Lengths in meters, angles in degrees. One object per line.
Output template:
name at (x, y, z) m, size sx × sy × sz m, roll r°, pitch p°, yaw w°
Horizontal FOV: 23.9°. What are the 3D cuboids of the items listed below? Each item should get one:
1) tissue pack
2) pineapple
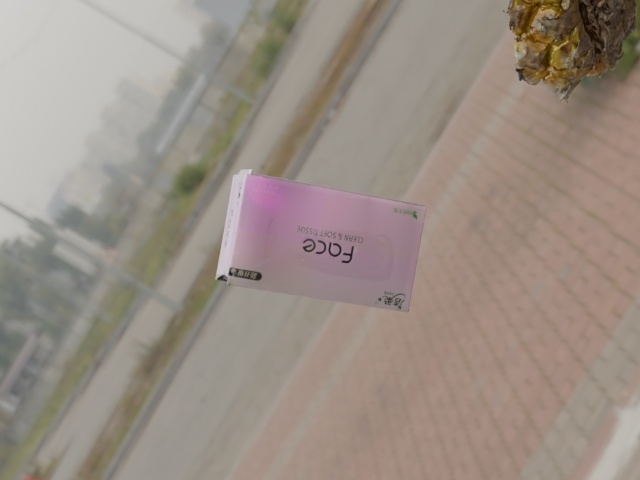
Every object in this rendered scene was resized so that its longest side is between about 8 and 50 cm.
tissue pack at (0.000, 0.000, 1.948) m, size 0.092 × 0.246 × 0.149 m, roll -176°, pitch 95°, yaw -77°
pineapple at (0.256, -0.240, 1.458) m, size 0.225 × 0.076 × 0.225 m, roll -29°, pitch -51°, yaw -43°
